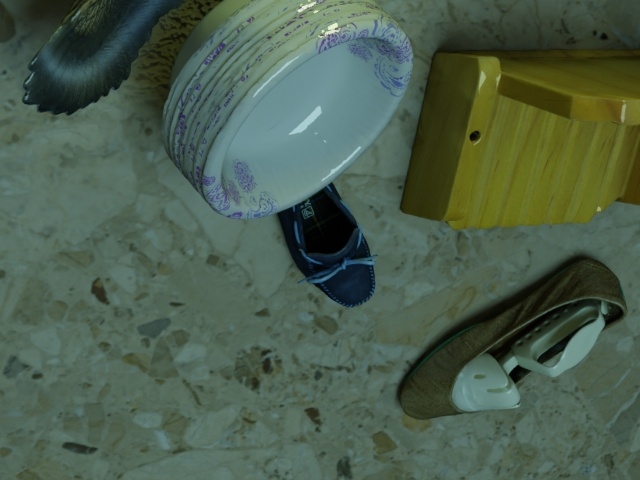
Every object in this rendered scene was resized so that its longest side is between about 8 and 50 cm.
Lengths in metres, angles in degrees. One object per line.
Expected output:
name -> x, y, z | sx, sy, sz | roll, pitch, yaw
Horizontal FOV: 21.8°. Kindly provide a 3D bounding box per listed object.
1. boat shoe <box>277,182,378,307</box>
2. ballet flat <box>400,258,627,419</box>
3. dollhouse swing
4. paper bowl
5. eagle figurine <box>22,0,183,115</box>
boat shoe -> 0.000, 0.000, 2.029 | 0.109, 0.089, 0.258 | -36, 129, -1
ballet flat -> 0.269, 0.154, 2.238 | 0.342, 0.124, 0.116 | -32, 128, -4
dollhouse swing -> 0.338, -0.092, 2.000 | 0.347, 0.305, 0.315 | -3, 121, -25
paper bowl -> -0.050, -0.170, 1.822 | 0.284, 0.148, 0.284 | -34, 154, -19
eagle figurine -> -0.202, -0.295, 1.665 | 0.298, 0.226, 0.225 | -28, 146, 7
